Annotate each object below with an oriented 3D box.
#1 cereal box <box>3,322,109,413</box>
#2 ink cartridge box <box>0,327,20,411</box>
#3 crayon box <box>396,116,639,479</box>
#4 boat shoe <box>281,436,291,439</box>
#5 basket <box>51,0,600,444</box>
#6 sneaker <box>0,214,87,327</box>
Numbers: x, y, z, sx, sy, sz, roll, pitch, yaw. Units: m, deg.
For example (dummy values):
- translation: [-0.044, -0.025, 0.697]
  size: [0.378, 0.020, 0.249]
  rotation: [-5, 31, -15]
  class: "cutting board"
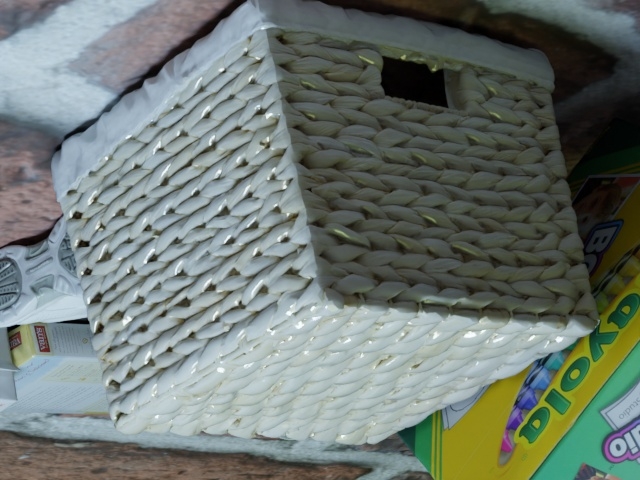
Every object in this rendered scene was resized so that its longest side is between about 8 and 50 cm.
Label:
- translation: [-0.272, 0.142, 2.034]
  size: [0.240, 0.047, 0.173]
  rotation: [8, 152, -45]
  class: "cereal box"
- translation: [-0.382, 0.140, 1.905]
  size: [0.092, 0.090, 0.143]
  rotation: [10, 148, -43]
  class: "ink cartridge box"
- translation: [0.236, 0.084, 1.615]
  size: [0.106, 0.363, 0.313]
  rotation: [37, -178, -18]
  class: "crayon box"
- translation: [-0.005, 0.118, 1.995]
  size: [0.113, 0.127, 0.340]
  rotation: [-5, 156, -38]
  class: "boat shoe"
- translation: [0.000, 0.000, 1.552]
  size: [0.328, 0.266, 0.331]
  rotation: [7, 154, -39]
  class: "basket"
- translation: [-0.218, 0.026, 1.766]
  size: [0.232, 0.090, 0.115]
  rotation: [-15, 166, 34]
  class: "sneaker"
